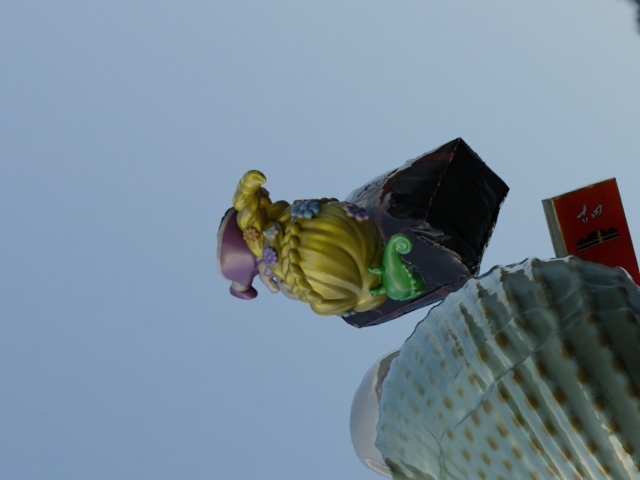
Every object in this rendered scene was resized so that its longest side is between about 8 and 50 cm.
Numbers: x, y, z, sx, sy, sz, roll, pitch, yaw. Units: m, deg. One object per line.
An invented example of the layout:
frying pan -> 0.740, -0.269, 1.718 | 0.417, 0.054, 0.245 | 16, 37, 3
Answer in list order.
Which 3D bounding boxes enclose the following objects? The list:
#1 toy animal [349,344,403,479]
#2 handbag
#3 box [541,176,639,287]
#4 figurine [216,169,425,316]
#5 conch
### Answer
toy animal -> 0.156, 0.249, 2.551 | 0.265, 0.272, 0.206 | 0, -157, -36
handbag -> 0.105, -0.011, 2.151 | 0.155, 0.215, 0.169 | 47, -135, -17
box -> 0.291, 0.007, 1.960 | 0.090, 0.023, 0.133 | -17, -85, -29
figurine -> 0.000, 0.000, 1.383 | 0.095, 0.156, 0.115 | -55, -34, -36
conch -> 0.213, 0.135, 1.677 | 0.319, 0.215, 0.303 | -9, -123, -9
